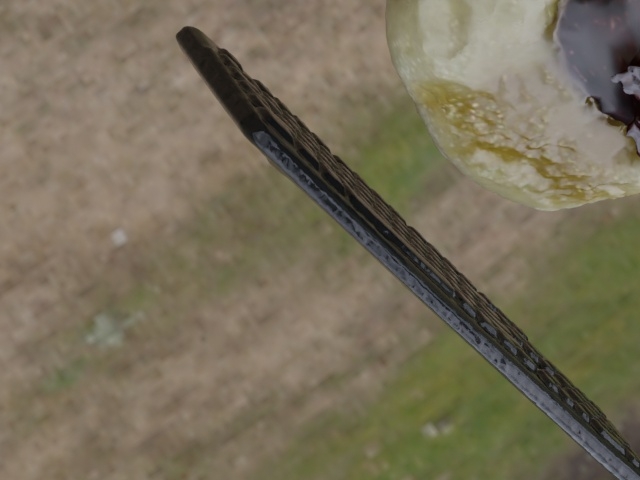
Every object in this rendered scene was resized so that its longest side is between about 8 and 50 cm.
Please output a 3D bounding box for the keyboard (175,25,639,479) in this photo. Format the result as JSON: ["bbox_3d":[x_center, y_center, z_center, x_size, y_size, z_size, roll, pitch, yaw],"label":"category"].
[{"bbox_3d":[0.008,-0.010,0.761,0.381,0.103,0.041,34,101,-34],"label":"keyboard"}]

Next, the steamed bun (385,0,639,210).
[{"bbox_3d":[0.130,-0.094,0.714,0.141,0.155,0.172,48,67,-40],"label":"steamed bun"}]
